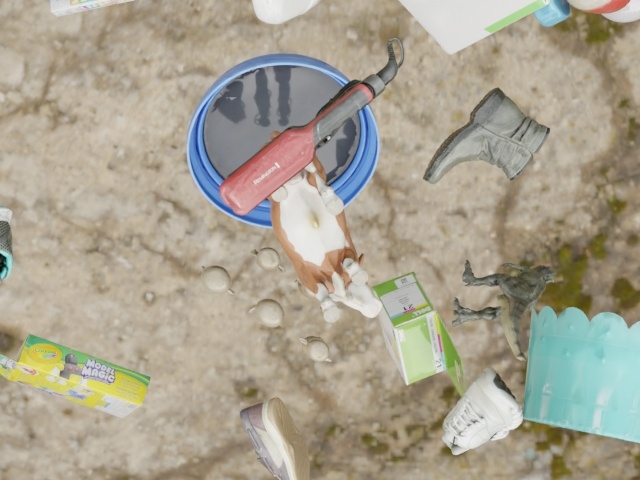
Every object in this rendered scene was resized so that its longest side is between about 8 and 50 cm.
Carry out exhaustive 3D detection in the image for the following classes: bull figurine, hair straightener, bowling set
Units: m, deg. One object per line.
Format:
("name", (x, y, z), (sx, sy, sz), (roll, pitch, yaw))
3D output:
("bull figurine", (0.000, 0.000, 1.350), (0.101, 0.188, 0.310), (-29, 110, -2))
("hair straightener", (-0.005, -0.117, 0.985), (0.230, 0.089, 0.047), (-44, 98, 9))
("bowling set", (-0.055, 0.075, 1.778), (0.287, 0.154, 0.200), (38, 84, -1))

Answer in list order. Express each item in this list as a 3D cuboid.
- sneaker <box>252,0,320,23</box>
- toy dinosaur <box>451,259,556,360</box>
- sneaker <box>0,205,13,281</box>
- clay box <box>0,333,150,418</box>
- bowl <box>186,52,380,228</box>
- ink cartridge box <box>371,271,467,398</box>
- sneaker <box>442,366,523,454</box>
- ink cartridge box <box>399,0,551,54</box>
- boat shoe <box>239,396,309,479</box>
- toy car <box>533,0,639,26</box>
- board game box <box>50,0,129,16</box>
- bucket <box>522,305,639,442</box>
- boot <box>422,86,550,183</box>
("sneaker", (0.036, -0.367, 1.217), (0.123, 0.290, 0.106), (25, 154, 35))
("toy dinosaur", (0.243, 0.078, 1.336), (0.118, 0.268, 0.064), (6, 115, 21))
("sneaker", (-0.424, 0.030, 1.264), (0.065, 0.076, 0.166), (-7, 148, -26))
("clay box", (-0.381, 0.203, 1.504), (0.222, 0.053, 0.127), (24, 154, -16))
("bowl", (-0.076, -0.203, 2.028), (0.391, 0.077, 0.391), (-3, 127, -4))
("ink cartridge box", (0.202, 0.218, 1.984), (0.097, 0.255, 0.189), (-20, 133, -5))
("sneaker", (0.285, 0.320, 1.792), (0.118, 0.110, 0.292), (-27, 155, -12))
("ink cartridge box", (0.224, -0.345, 1.035), (0.115, 0.273, 0.198), (45, 162, -12))
("boat shoe", (-0.094, 0.438, 2.100), (0.092, 0.103, 0.285), (-5, 133, 17))
("toy car", (0.491, -0.452, 1.659), (0.219, 0.210, 0.238), (-23, 154, 37))
("board game box", (-0.416, -0.472, 1.797), (0.154, 0.026, 0.103), (-9, 81, 12))
("bucket", (0.459, 0.221, 1.589), (0.281, 0.281, 0.183), (13, 83, -5))
("boot", (0.336, -0.172, 2.001), (0.161, 0.083, 0.246), (41, 102, -6))
